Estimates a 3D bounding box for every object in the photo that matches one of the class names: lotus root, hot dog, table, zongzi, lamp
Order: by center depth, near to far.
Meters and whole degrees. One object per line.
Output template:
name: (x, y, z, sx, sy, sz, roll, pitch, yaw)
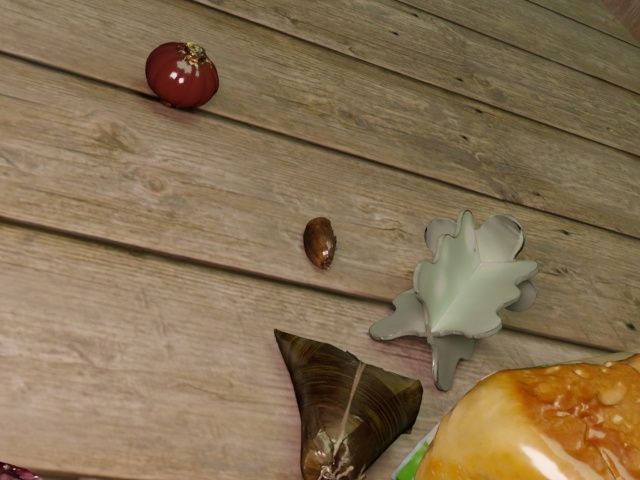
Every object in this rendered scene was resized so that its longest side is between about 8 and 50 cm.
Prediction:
hot dog: (0.281, 0.216, 0.958, 0.405, 0.185, 0.223, -3, 45, -27)
zongzi: (-0.013, 0.166, 1.223, 0.184, 0.084, 0.187, 27, 30, 18)
table: (0.162, 0.070, 1.475, 0.166, 0.166, 0.198, 37, 36, 6)
lotus root: (-0.002, 0.000, 1.522, 0.030, 0.037, 0.083, 16, 33, -23)
lamp: (-0.182, -0.217, 1.612, 0.101, 0.090, 0.101, 25, 31, -16)

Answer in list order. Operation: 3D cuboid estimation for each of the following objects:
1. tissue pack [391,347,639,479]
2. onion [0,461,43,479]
tissue pack: (0.324, 0.313, 1.202, 0.331, 0.205, 0.405, 0, 44, -47)
onion: (-0.256, 0.246, 0.801, 0.173, 0.135, 0.198, 8, 75, -61)
